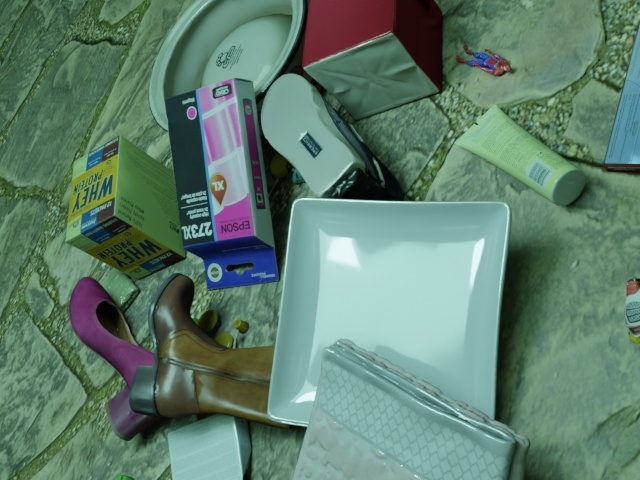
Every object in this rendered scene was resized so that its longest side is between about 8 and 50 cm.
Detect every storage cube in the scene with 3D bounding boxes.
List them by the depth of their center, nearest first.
[{"bbox_3d":[0.099,-0.364,1.408,0.215,0.184,0.193,-13,58,31],"label":"storage cube"}]

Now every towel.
[{"bbox_3d":[0.091,0.328,1.008,0.332,0.053,0.316,22,105,44],"label":"towel"},{"bbox_3d":[-0.447,0.131,1.636,0.148,0.027,0.110,-50,47,2],"label":"towel"}]

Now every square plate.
[{"bbox_3d":[0.098,0.112,1.141,0.344,0.049,0.347,3,81,27],"label":"square plate"}]

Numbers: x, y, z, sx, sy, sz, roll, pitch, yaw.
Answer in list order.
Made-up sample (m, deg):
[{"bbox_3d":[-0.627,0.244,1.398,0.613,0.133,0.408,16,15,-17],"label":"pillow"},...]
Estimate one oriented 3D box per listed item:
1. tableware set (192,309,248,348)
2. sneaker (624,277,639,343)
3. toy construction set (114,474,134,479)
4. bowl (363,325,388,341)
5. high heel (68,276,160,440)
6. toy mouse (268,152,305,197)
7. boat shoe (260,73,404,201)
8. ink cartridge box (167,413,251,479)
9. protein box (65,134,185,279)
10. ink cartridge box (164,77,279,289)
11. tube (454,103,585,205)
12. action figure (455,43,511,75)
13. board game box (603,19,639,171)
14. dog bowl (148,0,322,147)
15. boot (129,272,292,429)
[{"bbox_3d":[-0.198,0.174,1.426,0.154,0.024,0.104,-15,53,32],"label":"tableware set"},{"bbox_3d":[0.475,0.104,0.922,0.225,0.088,0.092,9,90,40],"label":"sneaker"},{"bbox_3d":[-0.475,0.533,1.269,0.309,0.237,0.257,-26,51,24],"label":"toy construction set"},{"bbox_3d":[0.071,0.129,1.224,0.142,0.053,0.142,-29,51,22],"label":"bowl"},{"bbox_3d":[-0.351,0.178,1.475,0.181,0.127,0.377,-39,58,12],"label":"high heel"},{"bbox_3d":[-0.036,-0.166,1.497,0.143,0.031,0.160,-5,61,35],"label":"toy mouse"},{"bbox_3d":[0.017,-0.154,1.363,0.127,0.158,0.340,-44,46,17],"label":"boat shoe"},{"bbox_3d":[-0.175,0.381,1.278,0.146,0.045,0.179,-26,62,23],"label":"ink cartridge box"},{"bbox_3d":[-0.390,-0.063,1.588,0.136,0.200,0.201,-24,52,25],"label":"protein box"},{"bbox_3d":[-0.183,-0.097,1.434,0.176,0.069,0.370,-9,90,33],"label":"ink cartridge box"},{"bbox_3d":[0.307,-0.135,1.204,0.070,0.062,0.240,-13,35,-23],"label":"tube"},{"bbox_3d":[0.283,-0.309,1.343,0.038,0.030,0.115,-51,48,-6],"label":"action figure"},{"bbox_3d":[0.510,-0.225,1.118,0.145,0.027,0.281,5,68,41],"label":"board game box"},{"bbox_3d":[-0.158,-0.362,1.622,0.408,0.150,0.407,-18,57,30],"label":"dog bowl"},{"bbox_3d":[-0.155,0.175,1.299,0.281,0.096,0.264,0,51,14],"label":"boot"}]
